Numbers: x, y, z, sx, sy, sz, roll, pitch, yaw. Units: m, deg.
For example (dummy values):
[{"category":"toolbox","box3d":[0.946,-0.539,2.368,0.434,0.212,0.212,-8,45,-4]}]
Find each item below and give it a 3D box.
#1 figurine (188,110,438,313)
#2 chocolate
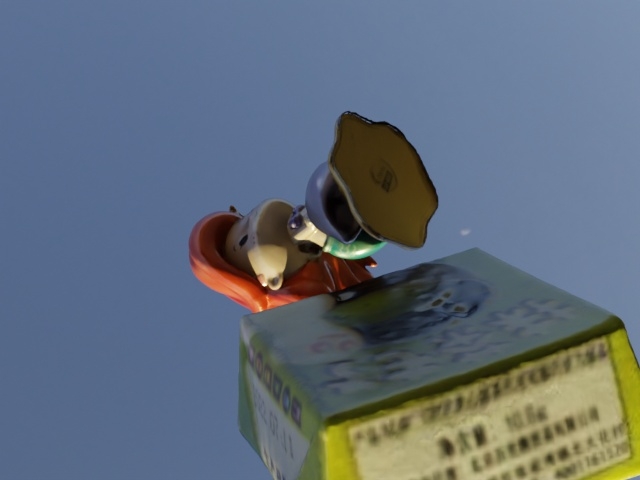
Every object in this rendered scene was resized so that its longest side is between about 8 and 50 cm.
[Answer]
[{"category":"figurine","box3d":[-0.004,0.004,1.035,0.208,0.257,0.181,6,-121,-44]},{"category":"chocolate","box3d":[0.091,0.126,0.823,0.300,0.288,0.137,-17,-71,-15]}]
